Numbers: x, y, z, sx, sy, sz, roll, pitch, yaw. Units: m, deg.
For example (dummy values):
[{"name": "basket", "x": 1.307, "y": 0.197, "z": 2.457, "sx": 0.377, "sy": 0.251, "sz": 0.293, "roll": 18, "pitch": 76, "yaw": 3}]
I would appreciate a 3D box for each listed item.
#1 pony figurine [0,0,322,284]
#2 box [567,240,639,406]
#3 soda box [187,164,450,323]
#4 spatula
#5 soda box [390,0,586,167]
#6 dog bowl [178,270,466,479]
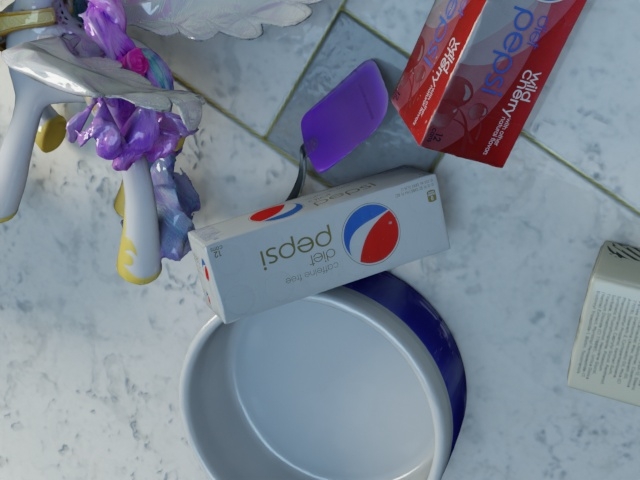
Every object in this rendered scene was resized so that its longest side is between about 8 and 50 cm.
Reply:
[{"name": "pony figurine", "x": -0.186, "y": -0.148, "z": 0.956, "sx": 0.350, "sy": 0.303, "sz": 0.364, "roll": 21, "pitch": 130, "yaw": 22}, {"name": "box", "x": 0.354, "y": 0.093, "z": 0.911, "sx": 0.275, "sy": 0.094, "sz": 0.113, "roll": 15, "pitch": 113, "yaw": 15}, {"name": "soda box", "x": 0.000, "y": 0.000, "z": 0.959, "sx": 0.216, "sy": 0.069, "sz": 0.074, "roll": -18, "pitch": 106, "yaw": -15}, {"name": "spatula", "x": -0.031, "y": -0.041, "z": 1.032, "sx": 0.030, "sy": 0.084, "sz": 0.296, "roll": 15, "pitch": 129, "yaw": -31}, {"name": "soda box", "x": 0.152, "y": -0.196, "z": 0.873, "sx": 0.083, "sy": 0.092, "sz": 0.263, "roll": 12, "pitch": 118, "yaw": -22}, {"name": "dog bowl", "x": 0.004, "y": 0.153, "z": 1.057, "sx": 0.264, "sy": 0.104, "sz": 0.265, "roll": 7, "pitch": 111, "yaw": 19}]
